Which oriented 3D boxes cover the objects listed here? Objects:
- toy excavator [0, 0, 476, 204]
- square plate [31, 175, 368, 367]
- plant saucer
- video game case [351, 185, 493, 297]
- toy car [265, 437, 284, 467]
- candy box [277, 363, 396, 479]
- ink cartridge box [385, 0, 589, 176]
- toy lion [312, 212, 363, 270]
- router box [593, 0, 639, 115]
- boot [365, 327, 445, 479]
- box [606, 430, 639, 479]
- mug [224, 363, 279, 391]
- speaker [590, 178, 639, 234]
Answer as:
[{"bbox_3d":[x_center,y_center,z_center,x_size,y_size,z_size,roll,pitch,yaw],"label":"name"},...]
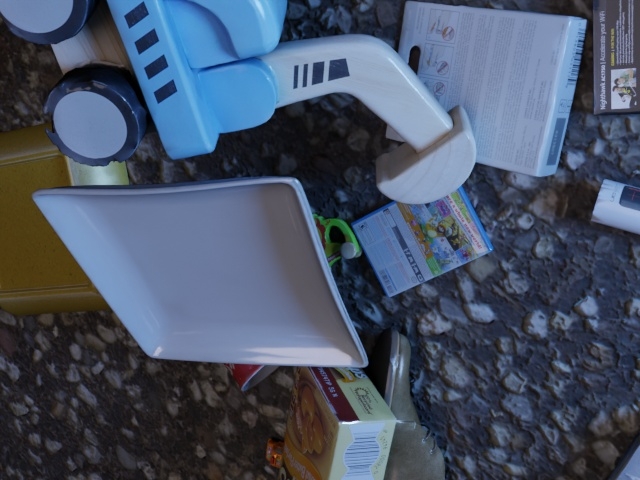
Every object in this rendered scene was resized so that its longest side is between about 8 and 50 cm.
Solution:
[{"bbox_3d":[-0.071,-0.207,0.868,0.445,0.222,0.433,-10,122,11],"label":"toy excavator"},{"bbox_3d":[-0.137,0.043,0.975,0.347,0.049,0.344,-1,137,21],"label":"square plate"},{"bbox_3d":[-0.466,-0.029,1.295,0.332,0.081,0.333,-6,99,26],"label":"plant saucer"},{"bbox_3d":[0.136,-0.006,1.051,0.166,0.015,0.119,-27,89,28],"label":"video game case"},{"bbox_3d":[-0.050,0.308,1.195,0.060,0.040,0.122,32,113,16],"label":"toy car"},{"bbox_3d":[0.009,0.335,1.083,0.087,0.183,0.316,3,111,-20],"label":"candy box"},{"bbox_3d":[0.202,-0.198,0.969,0.232,0.066,0.189,23,112,42],"label":"ink cartridge box"},{"bbox_3d":[0.000,0.000,1.110,0.100,0.034,0.096,-32,79,27],"label":"toy lion"},{"bbox_3d":[0.379,-0.234,0.867,0.133,0.046,0.179,1,102,26],"label":"router box"},{"bbox_3d":[0.118,0.273,1.095,0.115,0.112,0.305,2,100,-5],"label":"boot"},{"bbox_3d":[0.446,0.356,0.963,0.183,0.056,0.231,30,112,16],"label":"box"},{"bbox_3d":[-0.113,0.116,1.161,0.150,0.113,0.169,-38,76,-17],"label":"mug"},{"bbox_3d":[0.392,-0.029,0.903,0.136,0.055,0.055,19,109,21],"label":"speaker"}]
